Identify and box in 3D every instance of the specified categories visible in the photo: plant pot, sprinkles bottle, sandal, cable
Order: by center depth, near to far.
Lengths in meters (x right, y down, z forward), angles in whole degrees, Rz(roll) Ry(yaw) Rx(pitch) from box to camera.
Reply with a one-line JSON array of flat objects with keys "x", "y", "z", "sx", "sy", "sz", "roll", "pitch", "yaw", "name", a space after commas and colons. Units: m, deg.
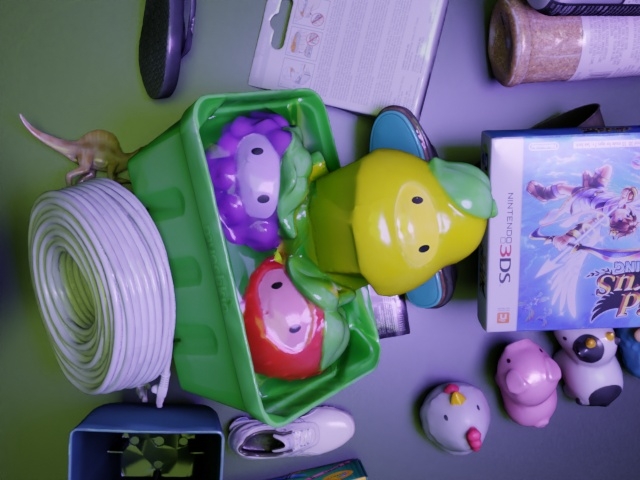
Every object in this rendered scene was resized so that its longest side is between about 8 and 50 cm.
[{"x": -0.268, "y": 0.056, "z": 0.997, "sx": 0.089, "sy": 0.257, "sz": 0.257, "roll": -16, "pitch": 135, "yaw": -39, "name": "cable"}, {"x": -0.205, "y": 0.281, "z": 1.019, "sx": 0.166, "sy": 0.234, "sz": 0.165, "roll": 3, "pitch": 92, "yaw": -7, "name": "plant pot"}, {"x": -0.184, "y": -0.306, "z": 1.062, "sx": 0.055, "sy": 0.097, "sz": 0.254, "roll": 3, "pitch": 94, "yaw": -34, "name": "sandal"}, {"x": 0.412, "y": -0.278, "z": 1.119, "sx": 0.356, "sy": 0.121, "sz": 0.121, "roll": -6, "pitch": 94, "yaw": -7, "name": "sprinkles bottle"}]

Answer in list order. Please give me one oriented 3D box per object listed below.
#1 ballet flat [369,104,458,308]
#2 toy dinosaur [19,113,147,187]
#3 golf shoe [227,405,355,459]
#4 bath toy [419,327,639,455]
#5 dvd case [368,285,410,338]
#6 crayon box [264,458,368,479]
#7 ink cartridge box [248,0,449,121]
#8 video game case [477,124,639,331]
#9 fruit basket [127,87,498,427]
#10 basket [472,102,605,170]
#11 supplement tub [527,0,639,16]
[{"x": 0.129, "y": -0.047, "z": 1.116, "sx": 0.095, "sy": 0.096, "sz": 0.280, "roll": -1, "pitch": 107, "yaw": 34, "name": "ballet flat"}, {"x": -0.302, "y": -0.103, "z": 1.085, "sx": 0.183, "sy": 0.053, "sz": 0.092, "roll": 10, "pitch": 77, "yaw": -15, "name": "toy dinosaur"}, {"x": -0.035, "y": 0.268, "z": 1.116, "sx": 0.176, "sy": 0.086, "sz": 0.069, "roll": -7, "pitch": 93, "yaw": -8, "name": "golf shoe"}, {"x": 0.302, "y": 0.190, "z": 1.132, "sx": 0.348, "sy": 0.129, "sz": 0.151, "roll": -22, "pitch": 96, "yaw": -5, "name": "bath toy"}, {"x": 0.004, "y": 0.066, "z": 1.141, "sx": 0.221, "sy": 0.018, "sz": 0.164, "roll": -9, "pitch": 94, "yaw": -7, "name": "dvd case"}, {"x": -0.060, "y": 0.414, "z": 1.123, "sx": 0.279, "sy": 0.081, "sz": 0.165, "roll": -11, "pitch": 95, "yaw": -7, "name": "crayon box"}, {"x": 0.040, "y": -0.269, "z": 1.120, "sx": 0.232, "sy": 0.066, "sz": 0.189, "roll": 14, "pitch": 92, "yaw": 13, "name": "ink cartridge box"}, {"x": 0.331, "y": -0.013, "z": 1.015, "sx": 0.270, "sy": 0.061, "sz": 0.244, "roll": -2, "pitch": 107, "yaw": 0, "name": "video game case"}, {"x": 0.000, "y": 0.000, "z": 0.961, "sx": 0.392, "sy": 0.283, "sz": 0.392, "roll": 9, "pitch": 106, "yaw": 33, "name": "fruit basket"}, {"x": 0.328, "y": -0.033, "z": 1.114, "sx": 0.204, "sy": 0.154, "sz": 0.226, "roll": -30, "pitch": 100, "yaw": 0, "name": "basket"}, {"x": 0.413, "y": -0.365, "z": 0.988, "sx": 0.316, "sy": 0.193, "sz": 0.193, "roll": -1, "pitch": 94, "yaw": -3, "name": "supplement tub"}]
